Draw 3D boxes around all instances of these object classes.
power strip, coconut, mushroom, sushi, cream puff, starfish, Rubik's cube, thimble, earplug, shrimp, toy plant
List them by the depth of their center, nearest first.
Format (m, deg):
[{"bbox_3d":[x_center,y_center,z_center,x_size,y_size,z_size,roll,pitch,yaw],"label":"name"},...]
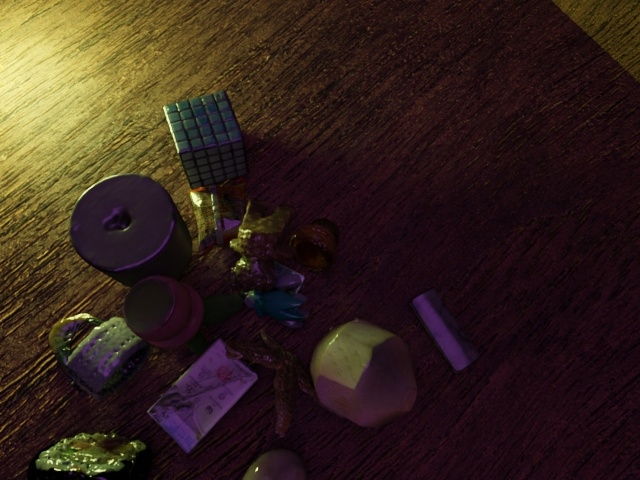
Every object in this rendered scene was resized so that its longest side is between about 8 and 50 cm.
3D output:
[{"bbox_3d":[-0.684,0.753,1.438,0.328,0.328,0.286,7,86,-3],"label":"sushi"},{"bbox_3d":[-0.160,0.778,1.528,0.202,0.246,0.246,-1,70,39],"label":"mushroom"},{"bbox_3d":[-0.438,0.233,1.547,0.316,0.356,0.211,-29,60,1],"label":"toy plant"},{"bbox_3d":[0.157,0.431,1.568,0.352,0.353,0.353,1,75,-3],"label":"coconut"},{"bbox_3d":[-0.682,0.377,1.580,0.157,0.217,0.245,34,49,8],"label":"thimble"},{"bbox_3d":[-0.111,0.462,1.585,0.432,0.324,0.082,48,112,11],"label":"starfish"},{"bbox_3d":[-0.586,0.007,1.595,0.312,0.394,0.313,1,70,-2],"label":"earplug"},{"bbox_3d":[-0.807,0.373,1.664,0.198,0.051,0.262,-26,75,-10],"label":"shrimp"},{"bbox_3d":[0.000,0.000,1.774,0.183,0.183,0.169,32,50,5],"label":"cream puff"},{"bbox_3d":[-0.407,-0.364,1.775,0.236,0.238,0.237,-18,67,-11],"label":"Rubik's cube"},{"bbox_3d":[-0.148,0.130,1.779,0.192,0.035,0.081,28,75,3],"label":"power strip"}]

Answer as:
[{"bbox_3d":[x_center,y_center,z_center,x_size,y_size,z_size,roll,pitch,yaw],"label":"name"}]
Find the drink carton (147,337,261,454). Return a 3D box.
[{"bbox_3d":[-0.376,0.505,1.615,0.194,0.132,0.324,43,78,7],"label":"drink carton"}]

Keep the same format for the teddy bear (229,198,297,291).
[{"bbox_3d":[-0.195,0.019,1.681,0.246,0.223,0.296,10,36,8],"label":"teddy bear"}]

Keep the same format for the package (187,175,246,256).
[{"bbox_3d":[-0.360,-0.097,1.790,0.223,0.108,0.288,-12,74,-9],"label":"package"}]

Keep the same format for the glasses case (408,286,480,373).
[{"bbox_3d":[0.445,0.320,1.754,0.114,0.060,0.299,-31,79,-11],"label":"glasses case"}]

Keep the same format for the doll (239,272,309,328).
[{"bbox_3d":[-0.148,0.195,1.693,0.258,0.195,0.153,31,34,13],"label":"doll"}]
